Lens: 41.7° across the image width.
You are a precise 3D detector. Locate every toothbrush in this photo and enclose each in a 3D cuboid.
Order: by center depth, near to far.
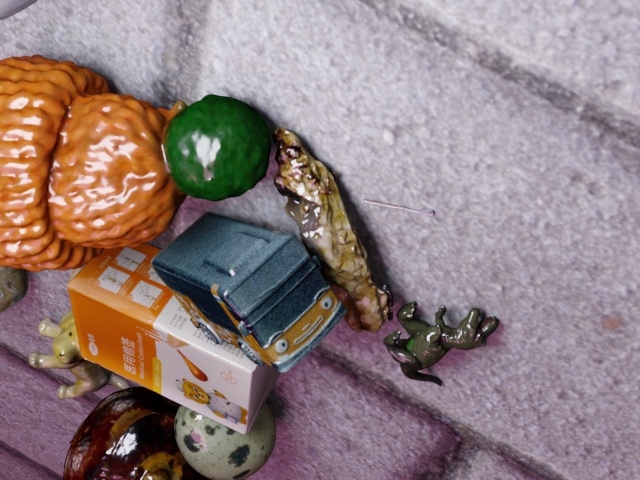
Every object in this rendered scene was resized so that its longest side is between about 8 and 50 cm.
[{"bbox_3d":[0.099,-0.043,1.080,0.097,0.006,0.008,11,129,23],"label":"toothbrush"}]

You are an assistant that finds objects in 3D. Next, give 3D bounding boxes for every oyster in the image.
[{"bbox_3d":[0.002,0.001,1.139,0.129,0.079,0.344,21,144,48],"label":"oyster"}]

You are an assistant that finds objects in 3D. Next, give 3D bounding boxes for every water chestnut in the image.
[{"bbox_3d":[-0.369,0.456,1.713,0.347,0.335,0.335,5,136,48],"label":"water chestnut"}]

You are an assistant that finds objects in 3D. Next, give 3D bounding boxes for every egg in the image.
[{"bbox_3d":[-0.178,0.346,1.541,0.177,0.176,0.228,8,157,26],"label":"egg"}]

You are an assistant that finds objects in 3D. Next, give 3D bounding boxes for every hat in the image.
[{"bbox_3d":[-0.263,-0.086,1.109,0.401,0.285,0.285,8,139,5],"label":"hat"}]

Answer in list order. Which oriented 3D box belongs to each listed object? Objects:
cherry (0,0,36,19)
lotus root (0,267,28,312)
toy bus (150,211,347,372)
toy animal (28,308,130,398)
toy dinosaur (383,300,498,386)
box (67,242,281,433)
[{"bbox_3d":[-0.370,-0.365,0.838,0.327,0.291,0.335,4,154,16],"label":"cherry"},{"bbox_3d":[-0.668,0.001,1.540,0.322,0.140,0.158,54,161,-18],"label":"lotus root"},{"bbox_3d":[-0.106,0.063,1.165,0.275,0.138,0.167,16,143,56],"label":"toy bus"},{"bbox_3d":[-0.488,0.230,1.687,0.169,0.121,0.233,4,140,11],"label":"toy animal"},{"bbox_3d":[0.177,0.172,1.202,0.187,0.087,0.179,-14,122,44],"label":"toy dinosaur"},{"bbox_3d":[-0.238,0.154,1.411,0.342,0.143,0.224,22,141,10],"label":"box"}]
